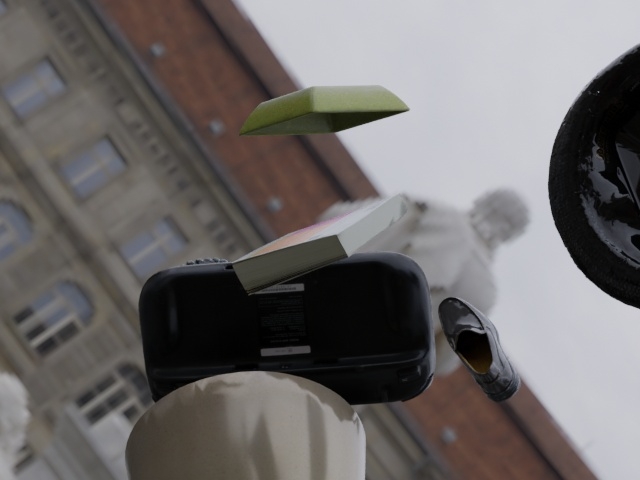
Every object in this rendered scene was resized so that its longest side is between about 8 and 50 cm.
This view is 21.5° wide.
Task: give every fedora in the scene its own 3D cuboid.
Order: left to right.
[{"bbox_3d":[0.398,-0.054,1.731,0.334,0.334,0.152,39,-2,41],"label":"fedora"}]

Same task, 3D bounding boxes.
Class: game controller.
[{"bbox_3d":[-0.037,0.101,1.824,0.067,0.319,0.166,-29,114,-83],"label":"game controller"}]

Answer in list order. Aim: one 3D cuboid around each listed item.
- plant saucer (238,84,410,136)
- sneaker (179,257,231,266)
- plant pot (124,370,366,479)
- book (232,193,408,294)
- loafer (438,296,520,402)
[{"bbox_3d":[0.003,-0.193,2.481,0.188,0.188,0.045,-12,-96,51],"label":"plant saucer"},{"bbox_3d":[-0.086,0.092,2.573,0.122,0.283,0.110,93,-1,-45],"label":"sneaker"},{"bbox_3d":[-0.066,0.319,1.697,0.274,0.256,0.256,-98,172,-46],"label":"plant pot"},{"bbox_3d":[0.000,0.000,1.549,0.144,0.096,0.035,-20,-79,47],"label":"book"},{"bbox_3d":[0.190,0.124,2.096,0.061,0.062,0.170,46,6,-46],"label":"loafer"}]
